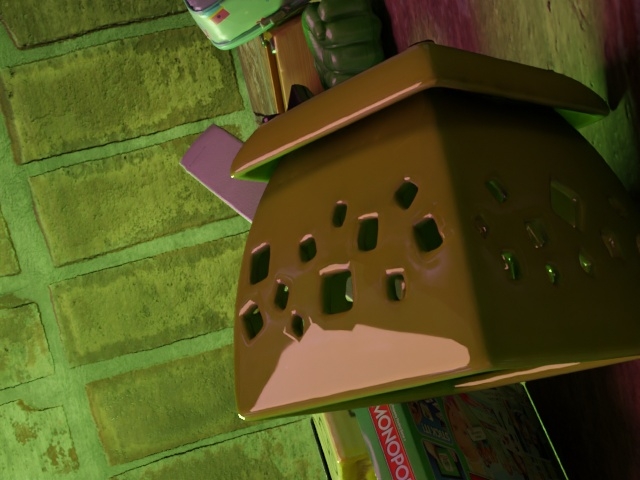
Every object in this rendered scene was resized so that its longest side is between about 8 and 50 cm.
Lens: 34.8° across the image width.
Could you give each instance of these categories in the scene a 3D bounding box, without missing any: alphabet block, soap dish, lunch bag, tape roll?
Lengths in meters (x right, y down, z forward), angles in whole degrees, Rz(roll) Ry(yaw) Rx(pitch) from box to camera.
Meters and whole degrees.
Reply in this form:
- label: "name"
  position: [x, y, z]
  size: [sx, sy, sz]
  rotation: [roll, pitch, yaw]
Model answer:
- label: "alphabet block"
  position: [0.088, 0.235, 1.459]
  size: [0.192, 0.193, 0.197]
  rotation: [85, 168, -59]
- label: "soap dish"
  position: [-0.007, -0.201, 1.521]
  size: [0.229, 0.118, 0.290]
  rotation: [-120, 19, -72]
- label: "lunch bag"
  position: [-0.105, -0.419, 1.520]
  size: [0.108, 0.224, 0.279]
  rotation: [53, -170, -45]
- label: "tape roll"
  position: [0.000, 0.000, 1.278]
  size: [0.392, 0.072, 0.392]
  rotation: [39, 179, 1]

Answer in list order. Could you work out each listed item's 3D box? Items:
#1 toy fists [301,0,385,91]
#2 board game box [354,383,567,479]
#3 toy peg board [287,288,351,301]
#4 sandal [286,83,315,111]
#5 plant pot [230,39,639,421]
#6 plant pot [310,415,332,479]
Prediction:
- label: "toy fists"
  position: [0.014, -0.311, 1.294]
  size: [0.142, 0.096, 0.279]
  rotation: [144, 114, -78]
- label: "board game box"
  position: [0.138, 0.193, 0.916]
  size: [0.317, 0.046, 0.213]
  rotation: [30, -148, -49]
- label: "toy peg board"
  position: [0.020, 0.034, 1.757]
  size: [0.079, 0.161, 0.161]
  rotation: [-90, -6, -46]
- label: "sandal"
  position: [0.009, -0.128, 1.284]
  size: [0.303, 0.086, 0.120]
  rotation: [-147, 67, -70]
- label: "plant pot"
  position: [0.079, -0.001, 0.695]
  size: [0.227, 0.228, 0.207]
  rotation: [-20, 75, 44]
- label: "plant pot"
  position: [0.110, 0.353, 1.643]
  size: [0.167, 0.187, 0.188]
  rotation: [57, -165, -70]
